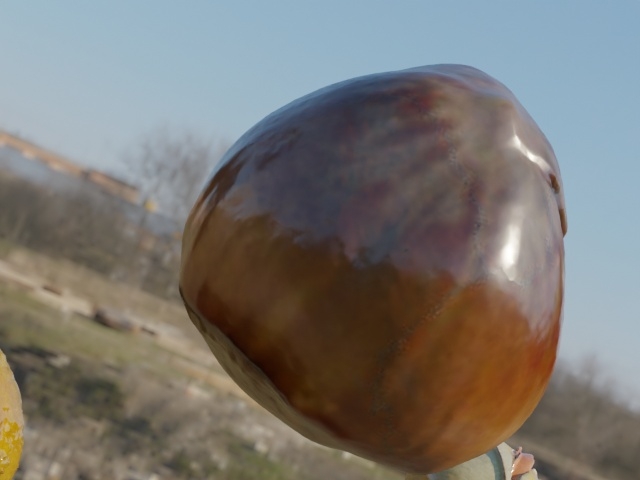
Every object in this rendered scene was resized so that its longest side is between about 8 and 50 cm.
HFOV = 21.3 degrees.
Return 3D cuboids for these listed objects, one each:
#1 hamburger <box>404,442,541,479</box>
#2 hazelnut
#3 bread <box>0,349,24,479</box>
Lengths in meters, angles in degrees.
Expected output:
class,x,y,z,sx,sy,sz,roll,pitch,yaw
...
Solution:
class,x,y,z,sx,sy,sz,roll,pitch,yaw
hamburger,0.151,0.314,1.763,0.147,0.237,0.237,15,-3,-6
hazelnut,0.024,0.006,0.739,0.182,0.182,0.182,23,-3,1
bread,-0.390,0.158,1.514,0.268,0.268,0.146,21,19,21
